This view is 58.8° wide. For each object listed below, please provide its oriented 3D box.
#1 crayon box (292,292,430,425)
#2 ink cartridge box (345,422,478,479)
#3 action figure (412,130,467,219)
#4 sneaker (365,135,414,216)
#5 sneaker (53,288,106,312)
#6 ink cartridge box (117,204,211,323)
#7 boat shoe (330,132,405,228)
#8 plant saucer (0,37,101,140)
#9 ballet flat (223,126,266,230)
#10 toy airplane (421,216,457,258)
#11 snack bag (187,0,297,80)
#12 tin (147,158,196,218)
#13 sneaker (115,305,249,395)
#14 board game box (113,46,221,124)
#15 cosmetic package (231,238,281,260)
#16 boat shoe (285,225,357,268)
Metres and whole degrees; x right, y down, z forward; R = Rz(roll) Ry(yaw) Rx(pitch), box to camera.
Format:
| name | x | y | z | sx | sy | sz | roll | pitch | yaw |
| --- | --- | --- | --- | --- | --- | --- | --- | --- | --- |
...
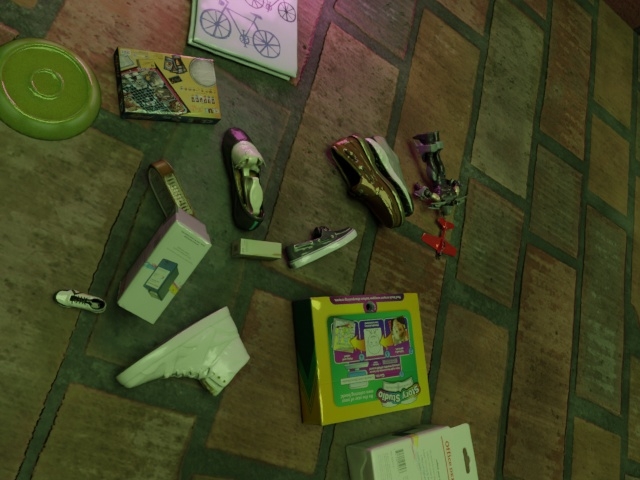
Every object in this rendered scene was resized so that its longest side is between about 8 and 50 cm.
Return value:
| name | x | y | z | sx | sy | sz | roll | pitch | yaw |
| --- | --- | --- | --- | --- | --- | --- | --- | --- | --- |
| crayon box | 0.114 | 0.305 | 1.523 | 0.363 | 0.106 | 0.313 | 1 | 79 | -33 |
| ink cartridge box | 0.255 | 0.621 | 1.530 | 0.353 | 0.119 | 0.207 | -2 | 79 | -33 |
| action figure | 0.376 | -0.206 | 1.831 | 0.185 | 0.099 | 0.285 | -13 | 90 | -42 |
| sneaker | 0.215 | -0.197 | 1.718 | 0.108 | 0.100 | 0.272 | -33 | 97 | -40 |
| sneaker | -0.502 | 0.125 | 1.194 | 0.109 | 0.043 | 0.040 | 16 | 72 | -28 |
| ink cartridge box | -0.332 | 0.048 | 1.207 | 0.093 | 0.154 | 0.212 | 37 | 93 | -21 |
| boat shoe | 0.129 | -0.158 | 1.652 | 0.104 | 0.110 | 0.307 | -29 | 85 | -31 |
| plant saucer | -0.602 | -0.339 | 1.245 | 0.241 | 0.037 | 0.241 | 9 | 74 | -32 |
| ballet flat | -0.181 | -0.166 | 1.445 | 0.095 | 0.096 | 0.280 | -5 | 81 | -34 |
| toy airplane | 0.395 | -0.008 | 1.831 | 0.151 | 0.028 | 0.151 | 8 | 74 | -31 |
| snack bag | -0.205 | -0.646 | 1.583 | 0.323 | 0.037 | 0.343 | 10 | 74 | -32 |
| tin | -0.345 | -0.095 | 1.316 | 0.040 | 0.106 | 0.190 | -28 | 94 | -27 |
| sneaker | -0.287 | 0.284 | 1.260 | 0.292 | 0.108 | 0.169 | -29 | 92 | -36 |
| board game box | -0.374 | -0.377 | 1.401 | 0.243 | 0.042 | 0.165 | -3 | 80 | -34 |
| cosmetic package | -0.162 | 0.025 | 1.435 | 0.115 | 0.060 | 0.041 | 7 | 76 | -31 |
| boat shoe | 0.000 | 0.000 | 1.543 | 0.228 | 0.080 | 0.076 | -26 | 95 | -28 |
